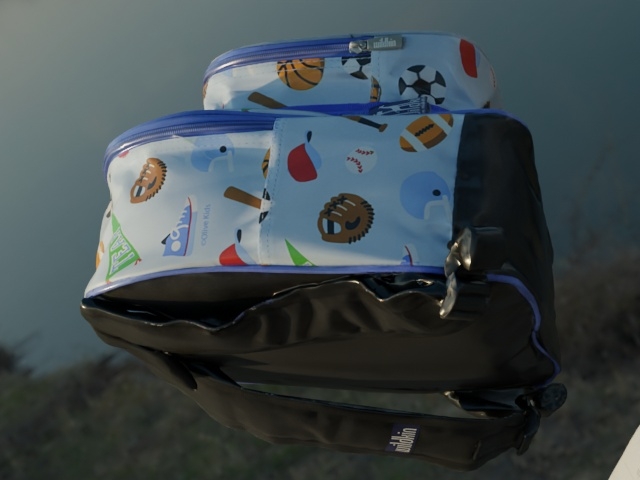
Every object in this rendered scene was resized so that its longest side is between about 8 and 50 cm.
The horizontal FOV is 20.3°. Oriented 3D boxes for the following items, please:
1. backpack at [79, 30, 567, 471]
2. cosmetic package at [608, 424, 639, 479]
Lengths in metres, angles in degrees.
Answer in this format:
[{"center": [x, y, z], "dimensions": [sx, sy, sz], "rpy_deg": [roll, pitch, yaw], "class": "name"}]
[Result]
[{"center": [0.000, 0.000, 1.041], "dimensions": [0.263, 0.276, 0.213], "rpy_deg": [-6, 63, 10], "class": "backpack"}, {"center": [0.147, 0.212, 0.818], "dimensions": [0.117, 0.085, 0.231], "rpy_deg": [-108, 38, -60], "class": "cosmetic package"}]
